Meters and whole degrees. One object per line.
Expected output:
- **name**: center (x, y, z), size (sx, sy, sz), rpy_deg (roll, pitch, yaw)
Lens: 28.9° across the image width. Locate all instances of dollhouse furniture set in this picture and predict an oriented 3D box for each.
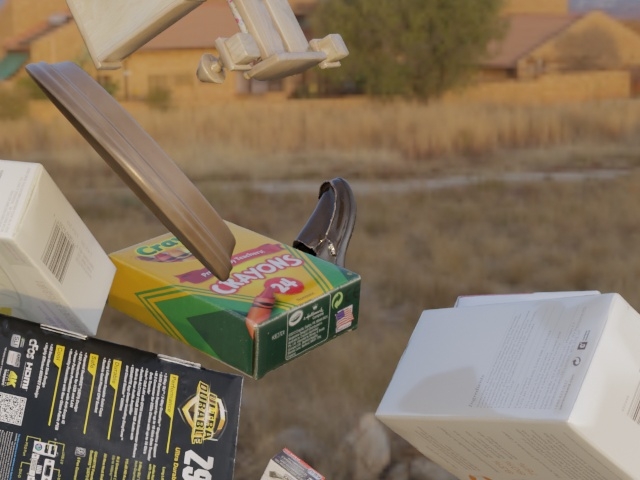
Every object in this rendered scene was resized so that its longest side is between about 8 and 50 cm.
- **dollhouse furniture set**: center (-0.166, -0.339, 1.693), size (0.174, 0.303, 0.355), rpy_deg (-28, -7, 29)

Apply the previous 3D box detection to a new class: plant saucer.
- **plant saucer**: center (-0.174, -0.073, 1.190), size (0.041, 0.278, 0.278), rpy_deg (-44, 20, -7)

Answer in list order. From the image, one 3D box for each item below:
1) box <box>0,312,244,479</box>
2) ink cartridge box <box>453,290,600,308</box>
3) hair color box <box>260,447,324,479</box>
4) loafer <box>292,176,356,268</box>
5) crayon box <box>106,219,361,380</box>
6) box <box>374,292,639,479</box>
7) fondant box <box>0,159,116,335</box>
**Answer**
- **box**: center (-0.214, 0.247, 1.122), size (0.257, 0.322, 0.079), rpy_deg (18, -34, -22)
- **ink cartridge box**: center (0.325, 0.239, 1.892), size (0.226, 0.306, 0.131), rpy_deg (-3, 25, 13)
- **hair color box**: center (-0.069, 0.459, 2.182), size (0.093, 0.167, 0.053), rpy_deg (35, 32, 17)
- **loafer**: center (0.000, 0.000, 1.889), size (0.078, 0.220, 0.080), rpy_deg (15, -23, -20)
- **crayon box**: center (-0.133, 0.058, 1.608), size (0.318, 0.081, 0.202), rpy_deg (21, 29, 35)
- **box**: center (0.270, 0.199, 1.508), size (0.215, 0.168, 0.345), rpy_deg (39, -25, -25)
- **fondant box**: center (-0.422, 0.000, 1.364), size (0.330, 0.096, 0.238), rpy_deg (7, -27, 16)
